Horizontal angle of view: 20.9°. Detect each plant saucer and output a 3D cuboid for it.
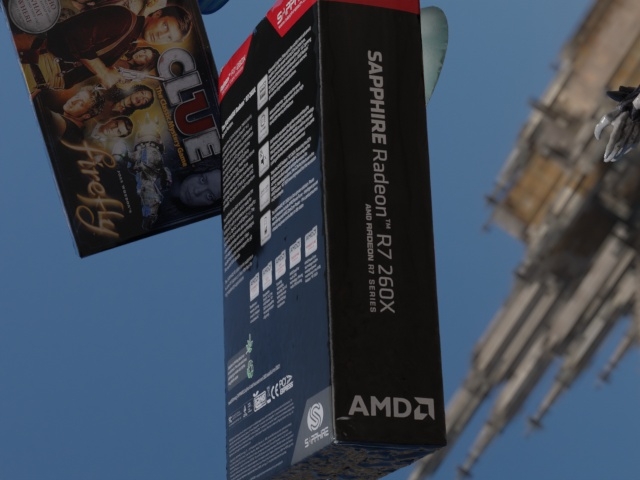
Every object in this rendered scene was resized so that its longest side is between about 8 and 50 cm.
[{"bbox_3d":[0.059,-0.157,1.755,0.037,0.195,0.195,26,-154,-22],"label":"plant saucer"}]

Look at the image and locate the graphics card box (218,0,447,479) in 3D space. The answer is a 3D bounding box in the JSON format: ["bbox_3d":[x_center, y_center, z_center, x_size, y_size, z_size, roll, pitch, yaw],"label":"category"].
[{"bbox_3d":[0.000,0.000,1.314,0.094,0.233,0.371,7,-111,-21],"label":"graphics card box"}]

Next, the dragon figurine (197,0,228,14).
[{"bbox_3d":[-0.175,-0.378,2.480,0.085,0.289,0.144,52,-173,19],"label":"dragon figurine"}]

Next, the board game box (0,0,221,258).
[{"bbox_3d":[-0.170,-0.125,1.519,0.165,0.243,0.042,-18,-170,-11],"label":"board game box"}]

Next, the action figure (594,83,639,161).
[{"bbox_3d":[0.356,-0.101,1.710,0.164,0.141,0.276,32,170,2],"label":"action figure"}]
